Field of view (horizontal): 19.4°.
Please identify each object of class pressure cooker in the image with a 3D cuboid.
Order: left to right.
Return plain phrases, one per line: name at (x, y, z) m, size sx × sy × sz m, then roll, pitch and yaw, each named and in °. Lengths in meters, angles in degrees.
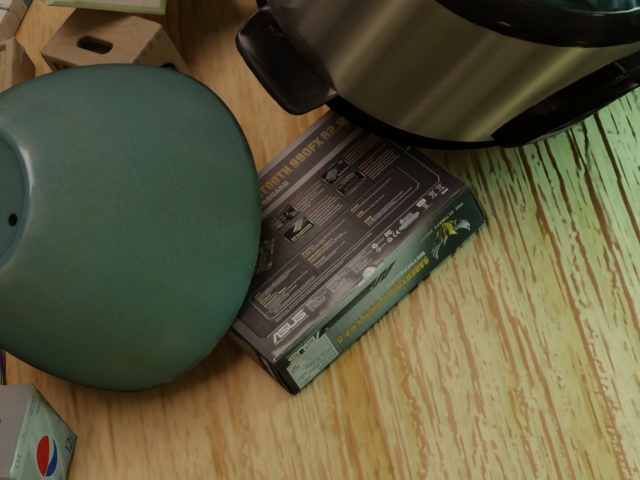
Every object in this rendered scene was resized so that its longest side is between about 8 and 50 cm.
pressure cooker at (0.135, -0.275, 1.559) m, size 0.369 × 0.420 × 0.376 m, roll 8°, pitch 74°, yaw -14°

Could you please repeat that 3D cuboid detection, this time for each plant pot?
plant pot at (-0.223, -0.020, 1.588) m, size 0.290 × 0.195 × 0.290 m, roll -5°, pitch 82°, yaw 36°

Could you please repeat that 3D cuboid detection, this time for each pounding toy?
pounding toy at (-0.191, -0.151, 1.802) m, size 0.141 × 0.130 × 0.100 m, roll 20°, pitch 65°, yaw 35°

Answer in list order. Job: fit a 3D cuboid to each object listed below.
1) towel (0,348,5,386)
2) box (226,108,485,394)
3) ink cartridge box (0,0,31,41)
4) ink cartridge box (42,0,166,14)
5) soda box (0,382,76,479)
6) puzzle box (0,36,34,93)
towel at (-0.320, 0.117, 1.732) m, size 0.060 × 0.009 × 0.083 m, roll -20°, pitch 48°, yaw 9°
box at (0.000, 0.000, 1.644) m, size 0.231 × 0.056 × 0.183 m, roll -42°, pitch 47°, yaw -10°
ink cartridge box at (-0.349, -0.239, 2.013) m, size 0.048 × 0.028 × 0.083 m, roll 3°, pitch 56°, yaw 27°
ink cartridge box at (-0.177, -0.265, 1.859) m, size 0.235 × 0.056 × 0.171 m, roll 3°, pitch 17°, yaw -25°
soda box at (-0.364, 0.196, 1.635) m, size 0.286 × 0.091 × 0.098 m, roll -6°, pitch 52°, yaw 20°
puzzle box at (-0.484, -0.043, 1.908) m, size 0.408 × 0.052 × 0.272 m, roll -17°, pitch 48°, yaw 13°
